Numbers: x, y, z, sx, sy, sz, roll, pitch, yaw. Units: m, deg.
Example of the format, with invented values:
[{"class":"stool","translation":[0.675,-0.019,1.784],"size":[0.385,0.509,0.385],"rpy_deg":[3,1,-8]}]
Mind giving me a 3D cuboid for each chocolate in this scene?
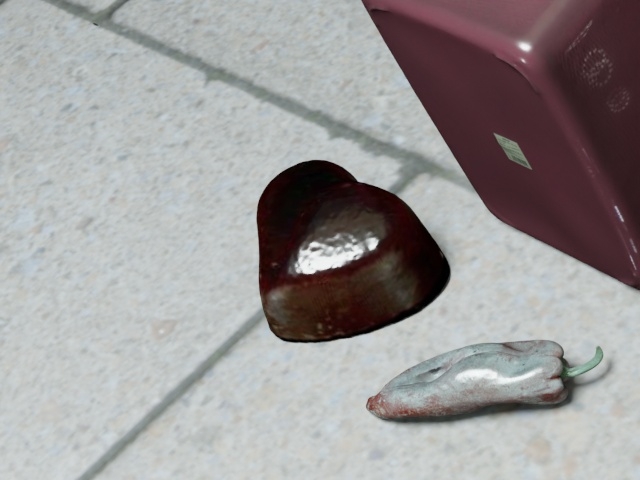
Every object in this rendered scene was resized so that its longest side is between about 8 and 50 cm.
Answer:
[{"class":"chocolate","translation":[0.000,0.000,1.140],"size":[0.125,0.080,0.149],"rpy_deg":[-38,45,-17]}]

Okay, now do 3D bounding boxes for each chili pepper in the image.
[{"class":"chili pepper","translation":[0.097,0.084,1.038],"size":[0.153,0.041,0.050],"rpy_deg":[-7,2,18]}]

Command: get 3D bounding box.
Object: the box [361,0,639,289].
[{"class":"box","translation":[0.166,-0.114,1.042],"size":[0.193,0.294,0.167],"rpy_deg":[27,72,42]}]
